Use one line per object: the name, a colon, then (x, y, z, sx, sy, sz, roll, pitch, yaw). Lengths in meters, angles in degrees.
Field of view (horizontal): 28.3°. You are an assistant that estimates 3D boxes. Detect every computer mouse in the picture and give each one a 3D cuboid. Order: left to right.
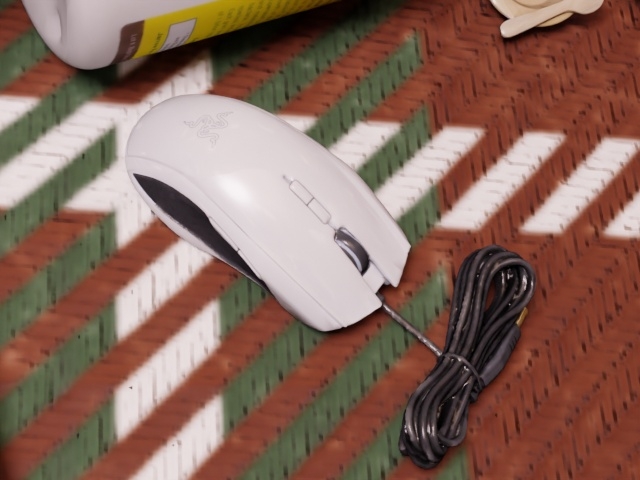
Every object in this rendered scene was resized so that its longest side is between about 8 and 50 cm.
computer mouse: (0.000, 0.000, 0.537, 0.193, 0.042, 0.106, 37, 63, 3)

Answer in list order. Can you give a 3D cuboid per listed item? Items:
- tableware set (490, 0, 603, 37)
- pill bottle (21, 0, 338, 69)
tableware set: (0.134, -0.181, 0.647, 0.141, 0.020, 0.168, -18, 84, -8)
pill bottle: (-0.027, -0.157, 0.560, 0.215, 0.117, 0.117, -20, 72, -23)
